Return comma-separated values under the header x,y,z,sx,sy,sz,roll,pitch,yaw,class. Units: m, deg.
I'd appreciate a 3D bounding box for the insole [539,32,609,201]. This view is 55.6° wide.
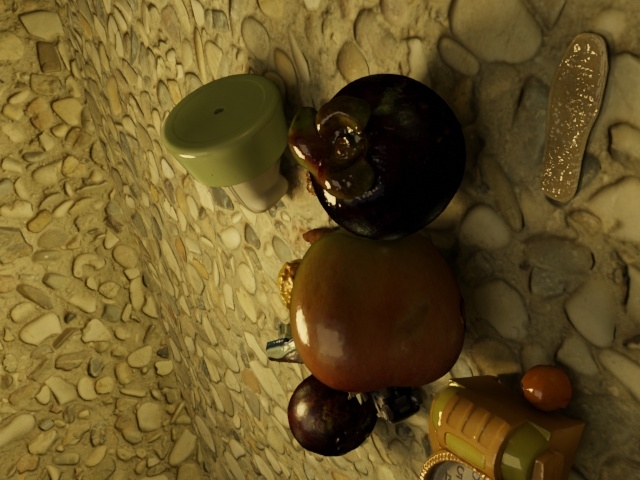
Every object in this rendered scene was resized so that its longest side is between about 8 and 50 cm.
x,y,z,sx,sy,sz,roll,pitch,yaw,class
0.353,-0.167,0.860,0.081,0.011,0.248,33,136,42,insole

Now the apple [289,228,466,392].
x,y,z,sx,sy,sz,roll,pitch,yaw,class
0.106,0.120,1.150,0.338,0.338,0.305,-16,76,59,apple

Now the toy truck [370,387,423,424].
x,y,z,sx,sy,sz,roll,pitch,yaw,class
0.146,0.306,1.408,0.216,0.110,0.116,69,162,-4,toy truck

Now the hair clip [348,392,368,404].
x,y,z,sx,sy,sz,roll,pitch,yaw,class
0.075,0.328,1.416,0.172,0.049,0.116,136,117,-85,hair clip

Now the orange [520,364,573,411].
x,y,z,sx,sy,sz,roll,pitch,yaw,class
0.382,0.249,1.025,0.083,0.083,0.084,35,137,41,orange

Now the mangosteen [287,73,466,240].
x,y,z,sx,sy,sz,roll,pitch,yaw,class
0.096,-0.138,1.013,0.288,0.288,0.288,35,137,41,mangosteen

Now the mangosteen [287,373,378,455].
x,y,z,sx,sy,sz,roll,pitch,yaw,class
0.019,0.423,1.580,0.289,0.231,0.231,-129,29,-62,mangosteen

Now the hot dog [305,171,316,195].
x,y,z,sx,sy,sz,roll,pitch,yaw,class
-0.009,-0.134,1.416,0.083,0.035,0.058,14,117,53,hot dog

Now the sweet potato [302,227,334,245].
x,y,z,sx,sy,sz,roll,pitch,yaw,class
0.007,0.000,1.466,0.226,0.068,0.068,-156,49,-72,sweet potato

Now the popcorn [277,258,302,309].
x,y,z,sx,sy,sz,roll,pitch,yaw,class
-0.013,0.130,1.508,0.194,0.140,0.163,9,109,44,popcorn

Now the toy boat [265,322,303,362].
x,y,z,sx,sy,sz,roll,pitch,yaw,class
-0.084,0.296,1.760,0.262,0.114,0.115,-16,64,60,toy boat

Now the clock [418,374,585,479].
x,y,z,sx,sy,sz,roll,pitch,yaw,class
0.304,0.426,1.073,0.244,0.200,0.317,21,109,53,clock

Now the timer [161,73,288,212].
x,y,z,sx,sy,sz,roll,pitch,yaw,class
-0.184,-0.196,1.478,0.291,0.291,0.315,35,160,41,timer
